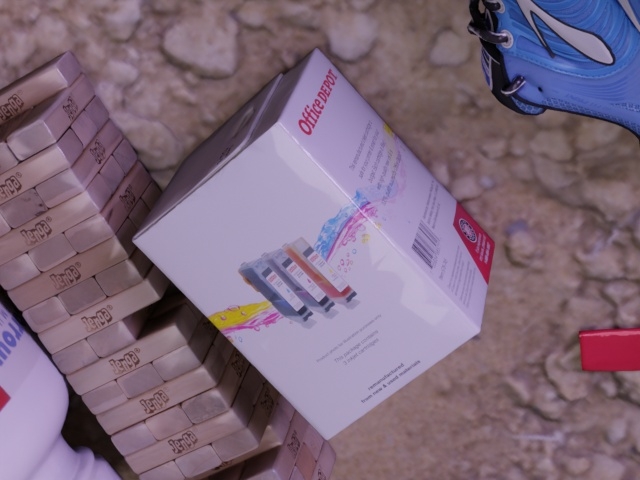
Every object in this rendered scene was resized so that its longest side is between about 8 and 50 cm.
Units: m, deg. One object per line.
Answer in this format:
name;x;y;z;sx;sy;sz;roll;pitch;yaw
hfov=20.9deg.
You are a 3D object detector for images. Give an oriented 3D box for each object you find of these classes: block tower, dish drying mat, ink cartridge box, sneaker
block tower;-0.118;0.051;1.125;0.091;0.097;0.335;-26;107;20
dish drying mat;0.209;0.070;1.120;0.083;0.008;0.032;-3;116;11
ink cartridge box;0.000;0.000;1.058;0.127;0.128;0.176;-37;103;24
sneaker;0.122;-0.143;0.956;0.330;0.130;0.147;40;121;-19

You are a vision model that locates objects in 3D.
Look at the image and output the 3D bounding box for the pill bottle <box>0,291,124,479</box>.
pill bottle;-0.311;0.085;1.103;0.229;0.229;0.408;-35;105;24
